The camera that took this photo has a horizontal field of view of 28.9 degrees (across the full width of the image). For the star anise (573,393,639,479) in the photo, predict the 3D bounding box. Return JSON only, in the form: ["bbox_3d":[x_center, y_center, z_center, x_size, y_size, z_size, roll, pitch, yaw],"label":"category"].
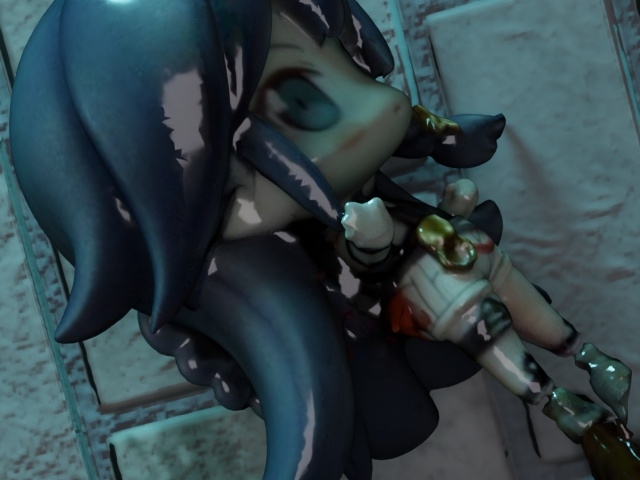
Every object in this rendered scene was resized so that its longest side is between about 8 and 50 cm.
[{"bbox_3d":[0.193,0.180,0.541,0.272,0.102,0.272,-7,58,12],"label":"star anise"}]

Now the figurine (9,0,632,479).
[{"bbox_3d":[-0.012,-0.008,0.517,0.197,0.175,0.265,-26,84,9],"label":"figurine"}]
